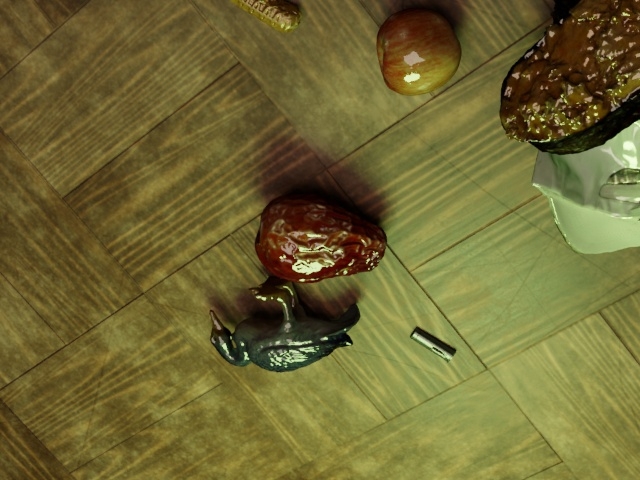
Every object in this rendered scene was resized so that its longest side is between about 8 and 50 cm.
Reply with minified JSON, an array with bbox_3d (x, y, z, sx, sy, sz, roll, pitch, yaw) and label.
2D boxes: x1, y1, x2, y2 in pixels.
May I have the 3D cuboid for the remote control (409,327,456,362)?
[{"bbox_3d":[0.214,0.202,2.259,0.091,0.016,0.034,32,126,0],"label":"remote control"}]

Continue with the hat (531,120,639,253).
[{"bbox_3d":[0.512,-0.095,1.953,0.258,0.168,0.301,3,144,29],"label":"hat"}]

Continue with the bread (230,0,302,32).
[{"bbox_3d":[-0.104,-0.407,2.012,0.157,0.044,0.052,31,119,-1],"label":"bread"}]

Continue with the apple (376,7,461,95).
[{"bbox_3d":[0.161,-0.309,1.929,0.131,0.146,0.146,-11,115,0],"label":"apple"}]

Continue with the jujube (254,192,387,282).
[{"bbox_3d":[0.000,0.000,2.147,0.236,0.168,0.168,7,120,-4],"label":"jujube"}]

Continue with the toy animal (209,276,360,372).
[{"bbox_3d":[-0.071,0.169,2.270,0.298,0.122,0.185,3,108,7],"label":"toy animal"}]

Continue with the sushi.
[{"bbox_3d":[0.421,-0.284,1.798,0.348,0.207,0.234,-37,70,18],"label":"sushi"}]
